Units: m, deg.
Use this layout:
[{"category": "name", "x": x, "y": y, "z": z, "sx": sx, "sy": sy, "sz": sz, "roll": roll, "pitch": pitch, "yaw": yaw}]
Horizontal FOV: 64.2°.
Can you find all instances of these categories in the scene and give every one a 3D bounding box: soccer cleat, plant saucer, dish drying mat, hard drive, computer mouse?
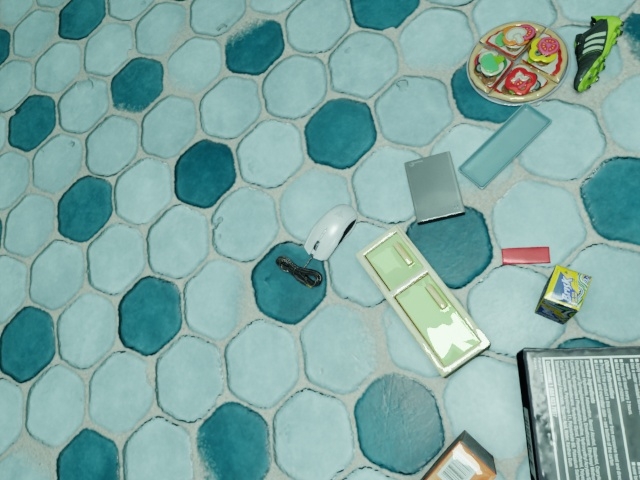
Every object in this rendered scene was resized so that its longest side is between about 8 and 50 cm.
[{"category": "soccer cleat", "x": 0.525, "y": -0.365, "z": 0.996, "sx": 0.072, "sy": 0.060, "sz": 0.178, "roll": 25, "pitch": 76, "yaw": 31}, {"category": "plant saucer", "x": 0.364, "y": -0.186, "z": 1.009, "sx": 0.192, "sy": 0.018, "sz": 0.067, "roll": -44, "pitch": 67, "yaw": 0}, {"category": "dish drying mat", "x": 0.380, "y": 0.028, "z": 0.945, "sx": 0.083, "sy": 0.008, "sz": 0.032, "roll": -3, "pitch": 74, "yaw": 15}, {"category": "hard drive", "x": 0.228, "y": -0.106, "z": 1.023, "sx": 0.094, "sy": 0.022, "sz": 0.135, "roll": -13, "pitch": 70, "yaw": 13}, {"category": "computer mouse", "x": 0.000, "y": 0.000, "z": 1.049, "sx": 0.106, "sy": 0.042, "sz": 0.193, "roll": 34, "pitch": 86, "yaw": 24}]

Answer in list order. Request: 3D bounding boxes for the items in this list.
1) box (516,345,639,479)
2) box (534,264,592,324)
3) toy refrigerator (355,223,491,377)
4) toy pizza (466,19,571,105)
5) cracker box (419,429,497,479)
[{"category": "box", "x": 0.461, "y": 0.305, "z": 0.743, "sx": 0.294, "sy": 0.183, "sz": 0.296, "roll": -5, "pitch": 74, "yaw": 16}, {"category": "box", "x": 0.393, "y": 0.092, "z": 0.834, "sx": 0.054, "sy": 0.169, "sz": 0.059, "roll": 21, "pitch": 82, "yaw": 22}, {"category": "toy refrigerator", "x": 0.184, "y": 0.109, "z": 0.934, "sx": 0.102, "sy": 0.094, "sz": 0.269, "roll": -36, "pitch": 67, "yaw": 4}, {"category": "toy pizza", "x": 0.403, "y": -0.370, "z": 1.043, "sx": 0.202, "sy": 0.032, "sz": 0.201, "roll": -5, "pitch": 73, "yaw": 16}, {"category": "cracker box", "x": 0.191, "y": 0.376, "z": 0.777, "sx": 0.067, "sy": 0.232, "sz": 0.155, "roll": 40, "pitch": 88, "yaw": 24}]
